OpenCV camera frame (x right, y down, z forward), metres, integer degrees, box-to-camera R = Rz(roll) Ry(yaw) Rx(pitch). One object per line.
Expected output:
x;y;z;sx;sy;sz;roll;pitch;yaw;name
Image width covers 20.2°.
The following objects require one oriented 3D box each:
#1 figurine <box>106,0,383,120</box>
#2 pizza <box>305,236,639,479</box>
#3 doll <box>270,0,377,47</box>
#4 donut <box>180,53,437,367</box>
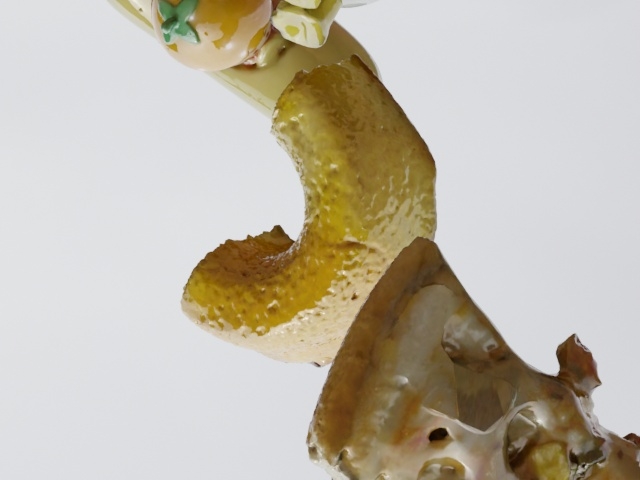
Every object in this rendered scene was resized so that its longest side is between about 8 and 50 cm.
-0.080;-0.199;1.592;0.324;0.124;0.222;39;-174;21;figurine
0.127;0.146;1.144;0.189;0.297;0.071;-53;-165;-20;pizza
0.019;-0.291;1.420;0.117;0.141;0.296;0;-124;9;doll
0.005;-0.002;1.385;0.152;0.259;0.101;36;-162;31;donut
